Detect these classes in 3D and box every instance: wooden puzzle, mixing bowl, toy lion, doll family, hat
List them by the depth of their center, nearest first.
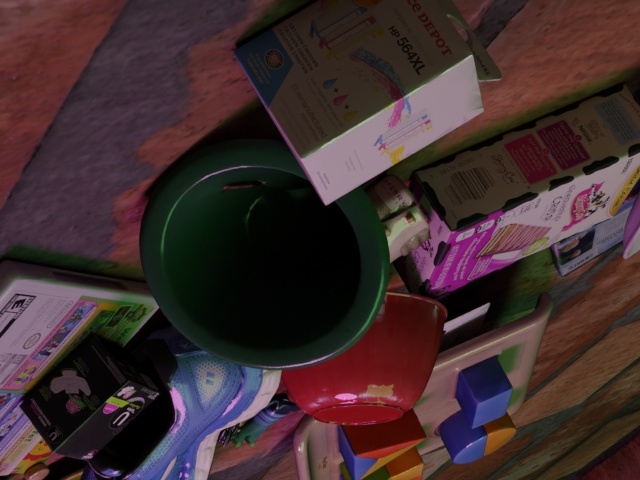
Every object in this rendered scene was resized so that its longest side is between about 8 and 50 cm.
[{"bbox_3d":[-0.008,-0.017,1.056,0.208,0.173,0.183,0,-160,14],"label":"hat"},{"bbox_3d":[-0.265,0.185,1.283,0.100,0.034,0.096,-1,138,-53],"label":"toy lion"},{"bbox_3d":[0.033,0.119,1.336,0.181,0.098,0.181,-1,160,0],"label":"mixing bowl"},{"bbox_3d":[-0.092,0.173,1.439,0.111,0.076,0.193,-47,159,30],"label":"doll family"},{"bbox_3d":[0.133,0.225,1.700,0.348,0.080,0.322,-27,156,-11],"label":"wooden puzzle"}]

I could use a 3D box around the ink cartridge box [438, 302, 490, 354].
[{"bbox_3d":[0.094,0.142,1.658,0.189,0.066,0.232,-24,151,-16],"label":"ink cartridge box"}]

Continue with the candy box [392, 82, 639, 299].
[{"bbox_3d":[0.187,-0.041,1.307,0.233,0.071,0.159,-24,159,-18],"label":"candy box"}]

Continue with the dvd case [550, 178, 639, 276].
[{"bbox_3d":[0.340,-0.042,1.593,0.180,0.022,0.253,-32,160,2],"label":"dvd case"}]

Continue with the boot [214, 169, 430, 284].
[{"bbox_3d":[0.000,0.000,1.139,0.165,0.077,0.213,-36,157,6],"label":"boot"}]

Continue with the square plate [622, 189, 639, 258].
[{"bbox_3d":[0.451,-0.145,1.414,0.344,0.049,0.347,-34,161,-9],"label":"square plate"}]

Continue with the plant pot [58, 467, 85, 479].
[{"bbox_3d":[-0.207,0.378,1.537,0.274,0.275,0.293,-27,175,-10],"label":"plant pot"}]

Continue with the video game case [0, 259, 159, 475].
[{"bbox_3d":[-0.241,0.105,1.073,0.212,0.023,0.193,-47,156,13],"label":"video game case"}]

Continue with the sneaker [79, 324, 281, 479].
[{"bbox_3d":[-0.170,0.174,1.269,0.147,0.130,0.330,-8,142,-41],"label":"sneaker"}]

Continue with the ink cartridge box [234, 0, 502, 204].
[{"bbox_3d":[0.035,-0.108,0.901,0.143,0.092,0.090,-32,160,0],"label":"ink cartridge box"}]

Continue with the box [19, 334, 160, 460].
[{"bbox_3d":[-0.181,0.125,1.105,0.083,0.052,0.062,-42,156,3],"label":"box"}]
